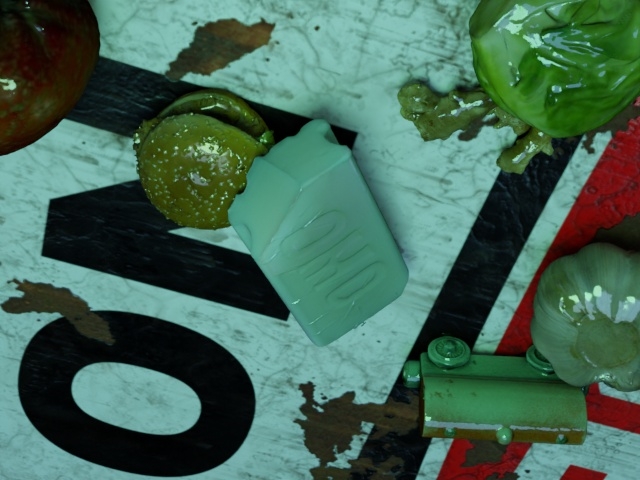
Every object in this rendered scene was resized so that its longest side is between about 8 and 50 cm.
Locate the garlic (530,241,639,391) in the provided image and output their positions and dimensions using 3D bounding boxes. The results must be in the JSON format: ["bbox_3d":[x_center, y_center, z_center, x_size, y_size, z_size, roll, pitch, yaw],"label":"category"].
[{"bbox_3d":[0.406,0.101,1.275,0.228,0.152,0.227,3,118,5],"label":"garlic"}]

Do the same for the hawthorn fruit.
[{"bbox_3d":[-0.414,-0.216,1.076,0.254,0.254,0.300,37,146,-21],"label":"hawthorn fruit"}]

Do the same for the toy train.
[{"bbox_3d":[0.268,0.238,1.367,0.286,0.177,0.116,4,126,0],"label":"toy train"}]

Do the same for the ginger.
[{"bbox_3d":[0.212,-0.164,1.165,0.176,0.052,0.193,-33,120,21],"label":"ginger"}]

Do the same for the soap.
[{"bbox_3d":[0.000,0.000,1.191,0.173,0.095,0.289,-34,138,-4],"label":"soap"}]

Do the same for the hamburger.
[{"bbox_3d":[-0.157,-0.104,1.191,0.191,0.118,0.181,28,119,-11],"label":"hamburger"}]

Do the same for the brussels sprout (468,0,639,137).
[{"bbox_3d":[0.281,-0.223,1.049,0.223,0.161,0.223,6,124,9],"label":"brussels sprout"}]
